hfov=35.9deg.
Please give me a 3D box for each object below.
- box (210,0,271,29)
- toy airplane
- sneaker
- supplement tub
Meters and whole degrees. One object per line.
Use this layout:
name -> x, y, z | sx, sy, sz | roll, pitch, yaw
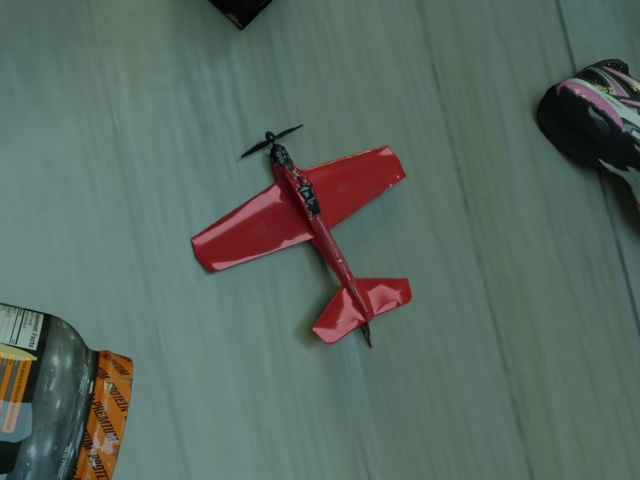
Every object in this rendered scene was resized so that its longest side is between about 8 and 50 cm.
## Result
box -> -0.044, -0.177, 0.595 | 0.062, 0.083, 0.052 | 43, 72, -8
toy airplane -> 0.000, 0.000, 0.611 | 0.151, 0.028, 0.151 | 3, 81, -16
sneaker -> 0.240, -0.063, 0.669 | 0.178, 0.072, 0.077 | 44, 62, 6
supplement tub -> -0.196, 0.081, 0.485 | 0.190, 0.117, 0.117 | 16, 77, -16
